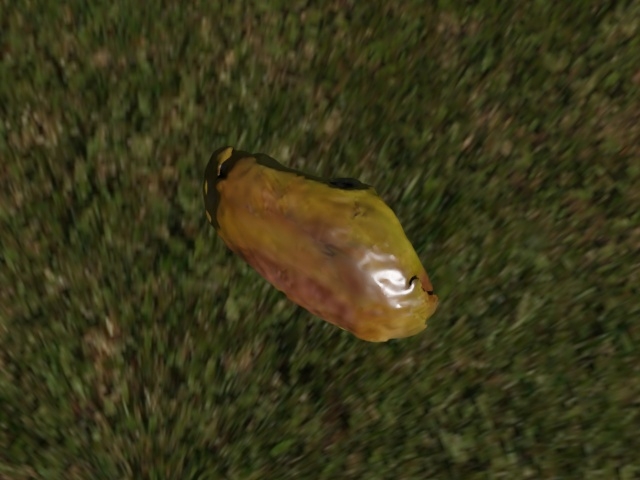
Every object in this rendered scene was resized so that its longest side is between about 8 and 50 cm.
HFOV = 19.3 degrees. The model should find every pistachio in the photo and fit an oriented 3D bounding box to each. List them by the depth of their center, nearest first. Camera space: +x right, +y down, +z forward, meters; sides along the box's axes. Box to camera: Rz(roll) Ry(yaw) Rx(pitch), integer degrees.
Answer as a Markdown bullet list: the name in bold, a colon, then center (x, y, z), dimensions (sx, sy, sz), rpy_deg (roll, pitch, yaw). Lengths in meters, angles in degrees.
- **pistachio**: center (0.000, 0.000, 1.164), dimensions (0.173, 0.049, 0.089), rpy_deg (35, 106, -2)
